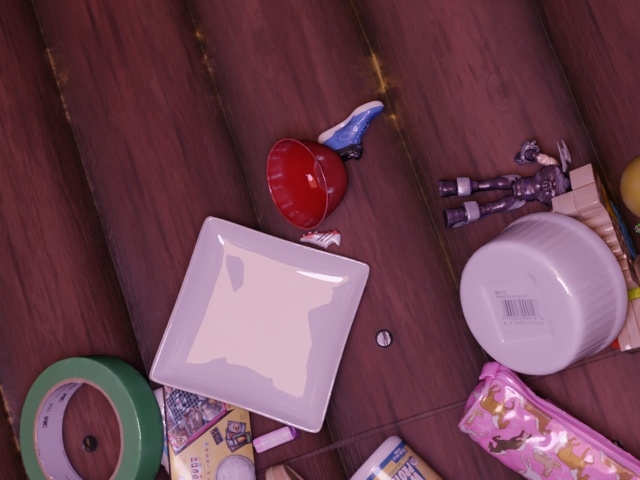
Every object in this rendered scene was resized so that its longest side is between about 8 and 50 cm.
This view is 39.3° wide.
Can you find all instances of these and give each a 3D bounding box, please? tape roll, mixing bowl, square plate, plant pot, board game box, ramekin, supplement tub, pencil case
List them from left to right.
[{"bbox_3d":[-0.465,0.393,1.805,0.321,0.077,0.321,-1,88,28],"label":"tape roll"},{"bbox_3d":[-0.219,0.375,1.752,0.165,0.042,0.243,-3,74,-14],"label":"board game box"},{"bbox_3d":[-0.115,0.162,1.755,0.347,0.049,0.344,17,77,5],"label":"square plate"},{"bbox_3d":[-0.012,-0.122,1.753,0.181,0.098,0.181,27,127,42],"label":"mixing bowl"},{"bbox_3d":[0.161,0.475,1.652,0.199,0.144,0.144,42,95,13],"label":"supplement tub"},{"bbox_3d":[0.378,0.101,1.566,0.277,0.135,0.277,24,124,39],"label":"ramekin"},{"bbox_3d":[0.430,0.373,1.592,0.386,0.160,0.167,32,94,15],"label":"pencil case"},{"bbox_3d":[0.616,-0.106,1.621,0.134,0.095,0.134,-1,84,14],"label":"plant pot"}]

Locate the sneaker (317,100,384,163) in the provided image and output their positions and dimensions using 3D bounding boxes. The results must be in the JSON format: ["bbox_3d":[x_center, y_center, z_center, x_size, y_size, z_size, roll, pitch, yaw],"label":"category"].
[{"bbox_3d":[0.075,-0.206,1.777,0.152,0.058,0.085,-32,73,13],"label":"sneaker"}]

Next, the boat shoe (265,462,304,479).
[{"bbox_3d":[0.037,0.533,1.682,0.110,0.121,0.341,-43,93,6],"label":"boat shoe"}]

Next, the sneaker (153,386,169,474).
[{"bbox_3d":[-0.300,0.410,1.806,0.092,0.087,0.229,-21,75,20],"label":"sneaker"}]

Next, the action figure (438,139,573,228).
[{"bbox_3d":[0.368,-0.093,1.684,0.285,0.099,0.185,-8,76,9],"label":"action figure"}]

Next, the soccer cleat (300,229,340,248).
[{"bbox_3d":[0.000,0.000,1.794,0.083,0.029,0.036,-7,79,8],"label":"soccer cleat"}]

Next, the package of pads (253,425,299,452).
[{"bbox_3d":[-0.088,0.391,1.768,0.083,0.050,0.032,-24,80,11],"label":"package of pads"}]

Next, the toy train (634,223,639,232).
[{"bbox_3d":[0.621,-0.026,1.650,0.083,0.023,0.017,-7,88,12],"label":"toy train"}]

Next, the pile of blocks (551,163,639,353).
[{"bbox_3d":[0.508,0.046,1.617,0.112,0.149,0.362,-22,89,30],"label":"pile of blocks"}]
